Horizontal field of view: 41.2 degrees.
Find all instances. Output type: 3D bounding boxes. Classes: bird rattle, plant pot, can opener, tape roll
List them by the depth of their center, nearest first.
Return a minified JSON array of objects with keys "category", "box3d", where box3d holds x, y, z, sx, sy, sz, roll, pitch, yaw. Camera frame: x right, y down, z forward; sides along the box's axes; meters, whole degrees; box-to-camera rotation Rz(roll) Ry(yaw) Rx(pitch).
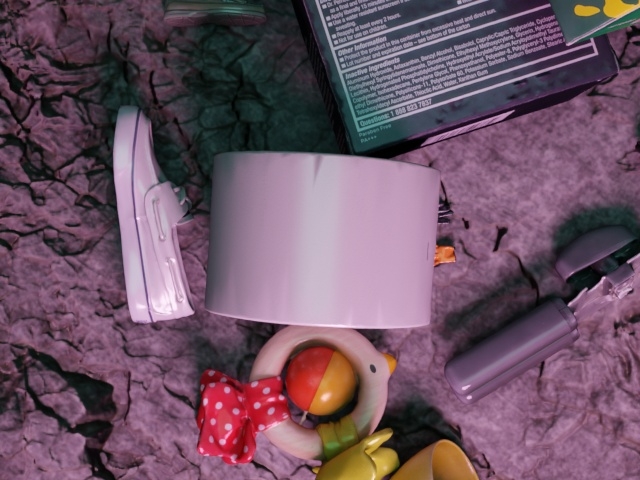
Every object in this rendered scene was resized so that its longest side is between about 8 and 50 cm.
[{"category":"tape roll","box3d":[0.000,0.000,0.924,0.246,0.246,0.169,5,90,1]},{"category":"plant pot","box3d":[0.124,0.311,0.991,0.095,0.134,0.134,-27,90,26]},{"category":"bird rattle","box3d":[-0.019,0.193,1.008,0.253,0.143,0.207,21,74,18]},{"category":"can opener","box3d":[0.265,0.084,1.019,0.283,0.076,0.095,-31,57,1]}]

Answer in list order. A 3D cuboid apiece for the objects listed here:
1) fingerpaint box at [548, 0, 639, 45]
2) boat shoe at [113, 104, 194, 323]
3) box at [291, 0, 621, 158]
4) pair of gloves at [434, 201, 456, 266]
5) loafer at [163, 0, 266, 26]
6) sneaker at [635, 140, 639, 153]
[{"category":"fingerpaint box","box3d":[0.362,-0.434,0.860,0.445,0.163,0.371,-23,90,-34]},{"category":"boat shoe","box3d":[-0.193,-0.032,1.011,0.084,0.095,0.258,-4,100,-3]},{"category":"box","box3d":[0.126,-0.265,0.952,0.296,0.183,0.294,-17,90,0]},{"category":"pair of gloves","box3d":[0.127,-0.007,1.039,0.074,0.010,0.083,-3,87,2]},{"category":"loafer","box3d":[-0.128,-0.283,1.027,0.125,0.045,0.039,-1,83,3]},{"category":"sneaker","box3d":[0.462,-0.127,0.996,0.130,0.087,0.227,30,96,-6]}]
